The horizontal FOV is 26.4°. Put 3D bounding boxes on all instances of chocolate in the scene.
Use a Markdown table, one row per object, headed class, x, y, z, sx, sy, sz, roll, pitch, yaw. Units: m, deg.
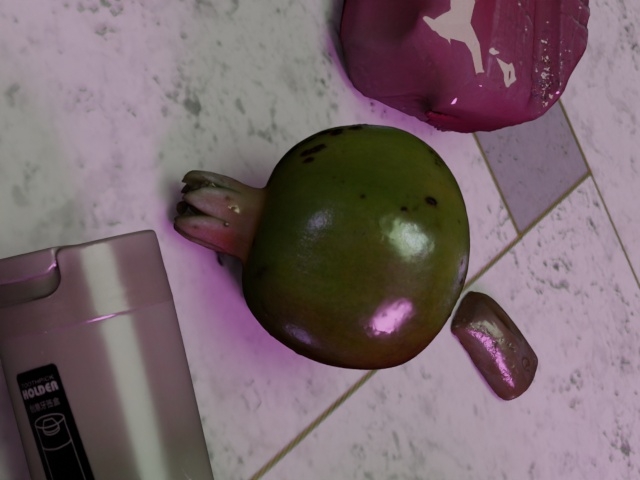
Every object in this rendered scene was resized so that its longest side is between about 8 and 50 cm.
| class | x | y | z | sx | sy | sz | roll | pitch | yaw |
| --- | --- | --- | --- | --- | --- | --- | --- | --- | --- |
| chocolate | 0.157 | 0.088 | 1.179 | 0.101 | 0.031 | 0.064 | 55 | 43 | -18 |

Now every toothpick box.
| class | x | y | z | sx | sy | sz | roll | pitch | yaw |
| --- | --- | --- | --- | --- | --- | --- | --- | --- | --- |
| toothpick box | -0.132 | 0.090 | 0.825 | 0.111 | 0.111 | 0.181 | -14 | 91 | -46 |

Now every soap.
| class | x | y | z | sx | sy | sz | roll | pitch | yaw |
| --- | --- | --- | --- | --- | --- | --- | --- | --- | --- |
| soap | 0.135 | -0.237 | 1.173 | 0.220 | 0.127 | 0.325 | 24 | 64 | -38 |

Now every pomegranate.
| class | x | y | z | sx | sy | sz | roll | pitch | yaw |
| --- | --- | --- | --- | --- | --- | --- | --- | --- | --- |
| pomegranate | 0.000 | 0.000 | 0.958 | 0.209 | 0.180 | 0.180 | 17 | 64 | -10 |
